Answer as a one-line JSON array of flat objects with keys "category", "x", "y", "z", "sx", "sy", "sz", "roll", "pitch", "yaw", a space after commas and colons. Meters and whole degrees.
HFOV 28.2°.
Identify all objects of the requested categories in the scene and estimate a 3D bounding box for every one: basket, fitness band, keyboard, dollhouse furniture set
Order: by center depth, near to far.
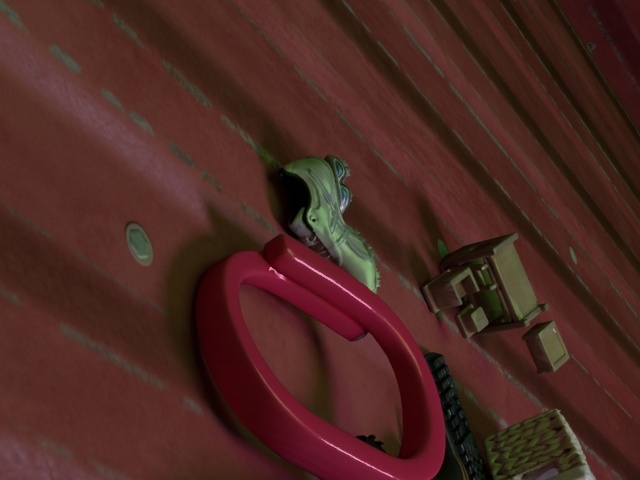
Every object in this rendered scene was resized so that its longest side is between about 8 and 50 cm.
[{"category": "fitness band", "x": 0.005, "y": 0.114, "z": 1.121, "sx": 0.291, "sy": 0.054, "sz": 0.209, "roll": 33, "pitch": 37, "yaw": -38}, {"category": "keyboard", "x": 0.163, "y": 0.281, "z": 1.413, "sx": 0.201, "sy": 0.033, "sz": 0.317, "roll": -15, "pitch": 83, "yaw": -67}, {"category": "basket", "x": 0.269, "y": 0.288, "z": 1.513, "sx": 0.167, "sy": 0.113, "sz": 0.103, "roll": 55, "pitch": 13, "yaw": -50}, {"category": "dollhouse furniture set", "x": 0.205, "y": 0.110, "z": 1.625, "sx": 0.161, "sy": 0.101, "sz": 0.182, "roll": -31, "pitch": 100, "yaw": -42}]

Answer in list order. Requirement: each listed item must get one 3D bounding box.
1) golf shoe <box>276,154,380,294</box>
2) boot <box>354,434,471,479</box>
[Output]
[{"category": "golf shoe", "x": 0.000, "y": 0.000, "z": 1.278, "sx": 0.086, "sy": 0.069, "sz": 0.176, "roll": -4, "pitch": 69, "yaw": -46}, {"category": "boot", "x": 0.076, "y": 0.221, "z": 1.223, "sx": 0.137, "sy": 0.076, "sz": 0.198, "roll": 58, "pitch": 23, "yaw": -11}]
